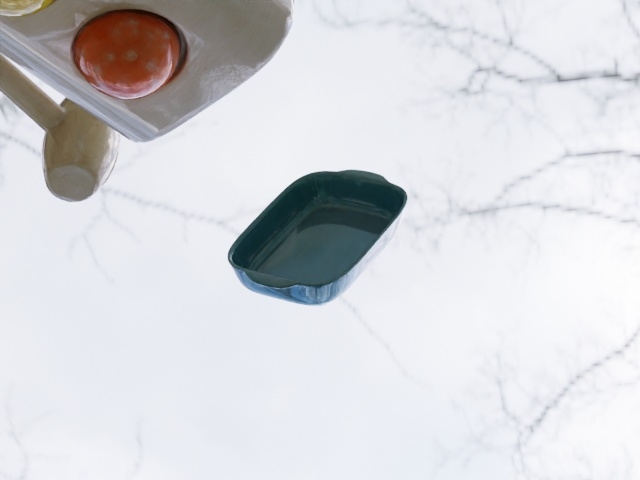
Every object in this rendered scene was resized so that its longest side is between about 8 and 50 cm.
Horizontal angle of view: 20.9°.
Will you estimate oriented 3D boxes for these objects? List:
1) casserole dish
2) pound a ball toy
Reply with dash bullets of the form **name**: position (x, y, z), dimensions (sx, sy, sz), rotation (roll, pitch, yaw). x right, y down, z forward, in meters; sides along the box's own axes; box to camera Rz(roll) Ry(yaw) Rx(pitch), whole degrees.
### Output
- **casserole dish**: position (0.000, 0.000, 1.477), dimensions (0.114, 0.037, 0.188), rotation (13, -142, 25)
- **pound a ball toy**: position (-0.163, -0.134, 0.879), dimensions (0.208, 0.319, 0.135), rotation (-31, -137, 27)
